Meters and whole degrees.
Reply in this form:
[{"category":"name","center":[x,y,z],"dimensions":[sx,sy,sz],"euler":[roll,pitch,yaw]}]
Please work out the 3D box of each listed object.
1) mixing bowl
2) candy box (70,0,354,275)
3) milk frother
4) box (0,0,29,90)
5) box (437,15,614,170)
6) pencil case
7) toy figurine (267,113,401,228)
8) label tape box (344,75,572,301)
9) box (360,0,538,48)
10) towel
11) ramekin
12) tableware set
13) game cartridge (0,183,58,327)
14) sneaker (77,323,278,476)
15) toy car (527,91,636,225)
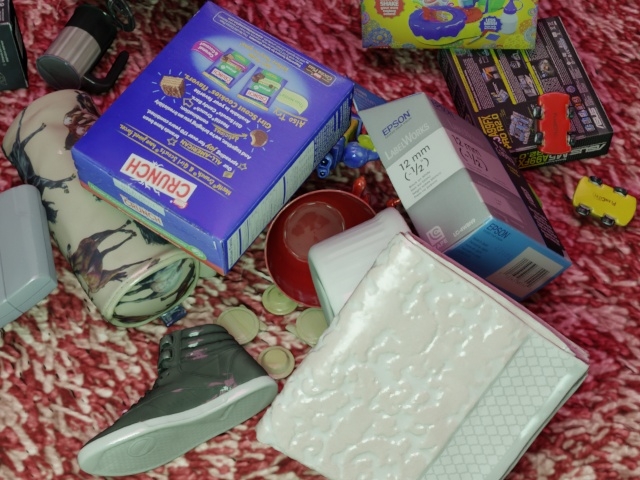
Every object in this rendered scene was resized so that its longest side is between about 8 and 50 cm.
[{"category":"mixing bowl","center":[0.000,0.000,1.966],"dimensions":[0.181,0.181,0.098],"euler":[-11,18,-7]},{"category":"candy box","center":[-0.148,-0.148,1.876],"dimensions":[0.268,0.122,0.317],"euler":[32,65,17]},{"category":"milk frother","center":[-0.383,-0.331,2.190],"dimensions":[0.129,0.143,0.135],"euler":[22,56,6]},{"category":"box","center":[-0.575,-0.325,2.177],"dimensions":[0.158,0.156,0.093],"euler":[-8,55,-5]},{"category":"box","center":[0.333,-0.241,2.180],"dimensions":[0.216,0.060,0.270],"euler":[-12,56,-8]},{"category":"pencil case","center":[-0.328,-0.056,1.992],"dimensions":[0.183,0.160,0.410],"euler":[-14,54,-35]},{"category":"toy figurine","center":[-0.029,-0.141,2.095],"dimensions":[0.362,0.191,0.217],"euler":[13,28,6]},{"category":"label tape box","center":[0.197,-0.101,1.914],"dimensions":[0.115,0.249,0.348],"euler":[-36,56,22]},{"category":"box","center":[0.217,-0.471,2.224],"dimensions":[0.290,0.177,0.279],"euler":[2,42,6]},{"category":"towel","center":[0.133,0.198,1.690],"dimensions":[0.317,0.332,0.053],"euler":[33,13,-13]},{"category":"ramekin","center":[0.082,0.104,1.819],"dimensions":[0.135,0.277,0.277],"euler":[-19,57,-4]},{"category":"tableware set","center":[-0.063,0.129,1.948],"dimensions":[0.168,0.020,0.141],"euler":[-34,63,-23]},{"category":"game cartridge","center":[-0.526,0.057,1.914],"dimensions":[0.297,0.062,0.198],"euler":[-24,52,10]},{"category":"sneaker","center":[-0.220,0.217,1.842],"dimensions":[0.295,0.104,0.147],"euler":[-23,56,-22]},{"category":"toy car","center":[0.341,-0.082,2.051],"dimensions":[0.225,0.053,0.239],"euler":[-34,90,-4]}]
